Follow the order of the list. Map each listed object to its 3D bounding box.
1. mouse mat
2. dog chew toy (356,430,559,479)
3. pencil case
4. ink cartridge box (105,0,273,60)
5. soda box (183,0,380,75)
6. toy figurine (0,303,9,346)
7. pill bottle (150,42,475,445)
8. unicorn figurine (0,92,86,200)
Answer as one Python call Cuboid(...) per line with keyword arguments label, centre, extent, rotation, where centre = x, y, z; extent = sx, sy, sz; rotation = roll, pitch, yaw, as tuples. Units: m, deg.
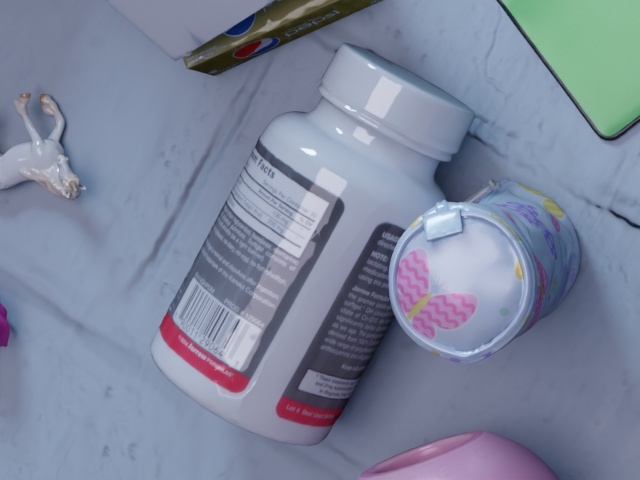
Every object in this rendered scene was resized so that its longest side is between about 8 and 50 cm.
Cuboid(label="mouse mat", centre=(0.248, -0.200, 1.621), extent=(0.152, 0.007, 0.189), rotation=(-39, 75, 17))
Cuboid(label="dog chew toy", centre=(0.139, 0.330, 1.562), extent=(0.207, 0.206, 0.331), rotation=(-19, 91, 20))
Cuboid(label="pencil case", centre=(0.136, 0.019, 1.524), extent=(0.113, 0.273, 0.124), rotation=(2, 97, 15))
Cuboid(label="ink cartridge box", centre=(-0.137, -0.331, 1.604), extent=(0.197, 0.270, 0.198), rotation=(-30, 47, 20))
Cuboid(label="soda box", centre=(-0.040, -0.210, 1.705), extent=(0.181, 0.061, 0.058), rotation=(-23, 80, 20))
Cuboid(label="toy figurine", centre=(-0.375, 0.092, 1.819), extent=(0.159, 0.130, 0.173), rotation=(6, 113, 12))
Cuboid(label="pill bottle", centre=(0.000, 0.000, 1.625), extent=(0.176, 0.176, 0.318), rotation=(32, 101, 19))
Cuboid(label="unicorn figurine", centre=(-0.278, -0.082, 1.806), extent=(0.162, 0.060, 0.111), rotation=(-17, 83, 37))
